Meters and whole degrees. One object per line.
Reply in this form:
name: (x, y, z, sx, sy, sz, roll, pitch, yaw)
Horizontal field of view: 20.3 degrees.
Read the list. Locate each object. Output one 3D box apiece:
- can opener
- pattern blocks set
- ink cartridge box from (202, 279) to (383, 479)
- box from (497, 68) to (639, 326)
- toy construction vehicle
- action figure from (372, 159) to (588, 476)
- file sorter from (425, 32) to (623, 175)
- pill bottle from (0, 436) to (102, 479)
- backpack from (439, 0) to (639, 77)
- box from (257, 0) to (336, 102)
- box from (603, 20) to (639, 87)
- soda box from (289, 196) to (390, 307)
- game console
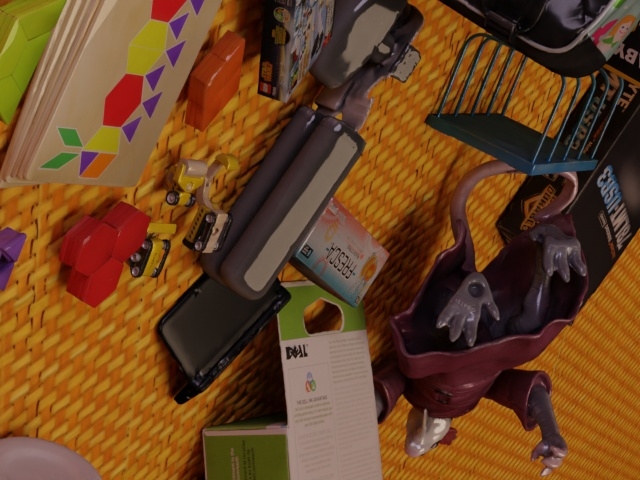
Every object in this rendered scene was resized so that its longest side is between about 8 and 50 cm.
can opener: (-0.011, -0.086, 1.440, 0.093, 0.074, 0.280, 32, 88, -33)
pattern blocks set: (-0.137, -0.111, 1.187, 0.325, 0.026, 0.285, -60, 157, 4)
ink cartridge box: (-0.027, 0.167, 1.689, 0.189, 0.097, 0.255, -2, 86, -62)
box: (0.337, -0.070, 2.137, 0.293, 0.073, 0.295, -55, 156, -9)
toy construction vehicle: (-0.106, -0.022, 1.360, 0.086, 0.035, 0.098, -1, 119, -51)
action figure: (0.130, 0.111, 1.875, 0.370, 0.248, 0.275, 109, -18, -61)
file sorter: (0.203, -0.135, 1.729, 0.170, 0.118, 0.104, -9, 123, -61)
pill bottle: (-0.232, 0.246, 1.340, 0.103, 0.103, 0.184, -20, 136, -56)
backpack: (0.189, -0.274, 1.385, 0.253, 0.225, 0.191, -58, 160, 9)
box: (-0.013, -0.182, 1.318, 0.137, 0.027, 0.094, 98, 18, -44)
box: (0.300, -0.246, 1.604, 0.322, 0.257, 0.079, -31, 144, -49)
soda box: (0.000, 0.000, 1.559, 0.063, 0.058, 0.183, -57, 156, -5)
game console: (-0.091, 0.068, 1.521, 0.122, 0.071, 0.107, -46, -176, -25)
